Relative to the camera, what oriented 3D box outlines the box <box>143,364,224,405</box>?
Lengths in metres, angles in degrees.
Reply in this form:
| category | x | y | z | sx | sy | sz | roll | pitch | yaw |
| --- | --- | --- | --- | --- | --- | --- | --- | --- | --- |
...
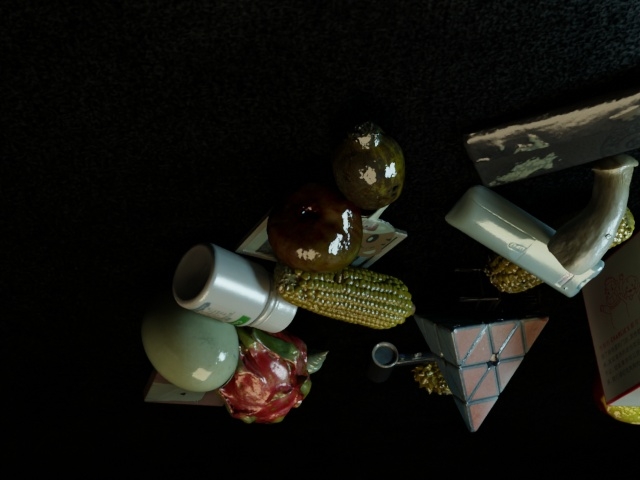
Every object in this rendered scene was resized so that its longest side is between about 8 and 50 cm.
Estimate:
| category | x | y | z | sx | sy | sz | roll | pitch | yaw |
| --- | --- | --- | --- | --- | --- | --- | --- | --- | --- |
| box | -0.324 | 0.340 | 2.109 | 0.215 | 0.086 | 0.215 | 7 | 148 | -19 |

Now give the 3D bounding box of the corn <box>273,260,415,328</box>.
| category | x | y | z | sx | sy | sz | roll | pitch | yaw |
| --- | --- | --- | --- | --- | --- | --- | --- | --- | --- |
| corn | 0.053 | 0.107 | 1.682 | 0.322 | 0.119 | 0.119 | 15 | 145 | -21 |

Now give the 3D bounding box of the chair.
| category | x | y | z | sx | sy | sz | roll | pitch | yaw |
| --- | --- | --- | --- | --- | --- | --- | --- | --- | --- |
| chair | 0.389 | 0.107 | 1.791 | 0.213 | 0.084 | 0.101 | -2 | 154 | -2 |

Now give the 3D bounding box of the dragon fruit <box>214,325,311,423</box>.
| category | x | y | z | sx | sy | sz | roll | pitch | yaw |
| --- | --- | --- | --- | --- | --- | --- | --- | --- | --- |
| dragon fruit | -0.145 | 0.287 | 1.906 | 0.231 | 0.237 | 0.302 | -31 | 134 | 5 |

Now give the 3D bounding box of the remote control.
| category | x | y | z | sx | sy | sz | roll | pitch | yaw |
| --- | --- | --- | --- | --- | --- | --- | --- | --- | --- |
| remote control | 0.374 | 0.007 | 1.534 | 0.293 | 0.051 | 0.103 | 30 | 130 | -7 |

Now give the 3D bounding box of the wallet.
| category | x | y | z | sx | sy | sz | roll | pitch | yaw |
| --- | --- | --- | --- | --- | --- | --- | --- | --- | --- |
| wallet | 0.404 | -0.166 | 1.357 | 0.321 | 0.044 | 0.170 | -16 | 150 | 20 |

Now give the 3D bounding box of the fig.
| category | x | y | z | sx | sy | sz | roll | pitch | yaw |
| --- | --- | --- | --- | --- | --- | --- | --- | --- | --- |
| fig | 0.010 | 0.004 | 1.479 | 0.146 | 0.170 | 0.274 | 22 | 160 | 29 |

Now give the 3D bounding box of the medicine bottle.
| category | x | y | z | sx | sy | sz | roll | pitch | yaw |
| --- | --- | --- | --- | --- | --- | --- | --- | --- | --- |
| medicine bottle | -0.165 | 0.100 | 1.661 | 0.139 | 0.139 | 0.237 | -27 | 144 | 35 |

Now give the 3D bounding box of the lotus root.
| category | x | y | z | sx | sy | sz | roll | pitch | yaw |
| --- | --- | --- | --- | --- | --- | --- | --- | --- | --- |
| lotus root | 0.075 | -0.118 | 1.324 | 0.120 | 0.120 | 0.209 | -8 | 150 | 7 |

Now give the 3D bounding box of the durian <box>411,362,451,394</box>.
| category | x | y | z | sx | sy | sz | roll | pitch | yaw |
| --- | --- | --- | --- | --- | --- | --- | --- | --- | --- |
| durian | 0.336 | 0.390 | 2.274 | 0.140 | 0.078 | 0.224 | -19 | 146 | 24 |

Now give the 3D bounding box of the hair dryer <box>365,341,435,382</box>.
| category | x | y | z | sx | sy | sz | roll | pitch | yaw |
| --- | --- | --- | --- | --- | --- | --- | --- | --- | --- |
| hair dryer | 0.245 | 0.311 | 2.151 | 0.256 | 0.070 | 0.128 | -3 | 151 | -11 |

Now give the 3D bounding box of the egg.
| category | x | y | z | sx | sy | sz | roll | pitch | yaw |
| --- | --- | --- | --- | --- | --- | --- | --- | --- | --- |
| egg | -0.272 | 0.202 | 1.730 | 0.186 | 0.253 | 0.186 | -32 | 154 | -18 |

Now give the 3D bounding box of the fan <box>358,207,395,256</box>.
| category | x | y | z | sx | sy | sz | roll | pitch | yaw |
| --- | --- | --- | --- | --- | --- | --- | --- | --- | --- |
| fan | 0.087 | -0.029 | 1.555 | 0.153 | 0.008 | 0.226 | 11 | 147 | -23 |

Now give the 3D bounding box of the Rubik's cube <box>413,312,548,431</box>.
| category | x | y | z | sx | sy | sz | roll | pitch | yaw |
| --- | --- | --- | --- | --- | --- | --- | --- | --- | --- |
| Rubik's cube | 0.331 | 0.233 | 1.820 | 0.229 | 0.228 | 0.233 | 35 | 131 | -7 |

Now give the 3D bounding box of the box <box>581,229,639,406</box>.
| category | x | y | z | sx | sy | sz | roll | pitch | yaw |
| --- | --- | --- | --- | --- | --- | --- | --- | --- | --- |
| box | 0.756 | 0.160 | 1.693 | 0.300 | 0.312 | 0.314 | 5 | 150 | -14 |

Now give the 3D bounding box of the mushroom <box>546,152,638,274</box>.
| category | x | y | z | sx | sy | sz | roll | pitch | yaw |
| --- | --- | --- | --- | --- | --- | --- | --- | --- | --- |
| mushroom | 0.479 | -0.047 | 1.441 | 0.081 | 0.092 | 0.223 | 5 | 117 | -41 |

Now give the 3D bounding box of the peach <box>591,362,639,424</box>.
| category | x | y | z | sx | sy | sz | roll | pitch | yaw |
| --- | --- | --- | --- | --- | --- | --- | --- | --- | --- |
| peach | 0.813 | 0.340 | 2.085 | 0.275 | 0.248 | 0.245 | -17 | -172 | 10 |

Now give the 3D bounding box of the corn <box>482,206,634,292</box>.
| category | x | y | z | sx | sy | sz | roll | pitch | yaw |
| --- | --- | --- | --- | --- | --- | --- | --- | --- | --- |
| corn | 0.452 | 0.014 | 1.614 | 0.115 | 0.115 | 0.318 | 21 | 140 | -36 |

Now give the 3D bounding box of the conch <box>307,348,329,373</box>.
| category | x | y | z | sx | sy | sz | roll | pitch | yaw |
| --- | --- | --- | --- | --- | --- | --- | --- | --- | --- |
| conch | -0.031 | 0.299 | 2.107 | 0.180 | 0.088 | 0.065 | -28 | 99 | 46 |

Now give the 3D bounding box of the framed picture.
| category | x | y | z | sx | sy | sz | roll | pitch | yaw |
| --- | --- | --- | --- | --- | --- | --- | --- | --- | --- |
| framed picture | 0.000 | 0.000 | 1.622 | 0.281 | 0.019 | 0.209 | 13 | 146 | -26 |
